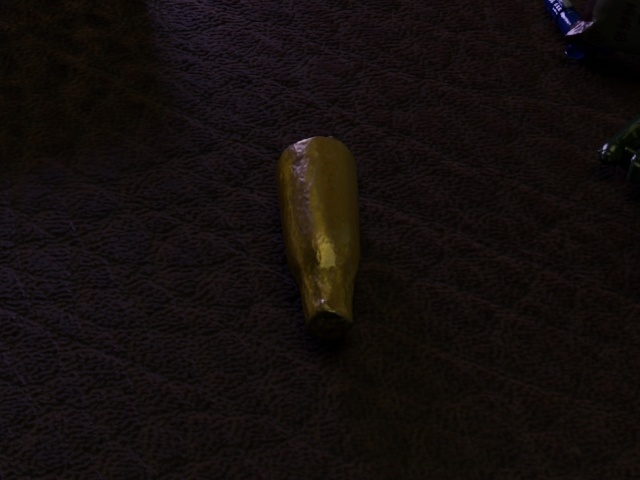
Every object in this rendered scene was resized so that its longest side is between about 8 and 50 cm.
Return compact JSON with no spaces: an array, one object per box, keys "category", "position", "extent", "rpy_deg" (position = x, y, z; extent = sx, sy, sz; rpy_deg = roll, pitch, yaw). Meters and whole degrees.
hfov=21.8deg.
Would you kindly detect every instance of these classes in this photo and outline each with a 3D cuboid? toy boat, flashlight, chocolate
[{"category":"toy boat","position":[0.369,-0.107,1.692],"extent":[0.104,0.052,0.210],"rpy_deg":[30,47,28]},{"category":"flashlight","position":[0.281,-0.241,1.844],"extent":[0.057,0.035,0.121],"rpy_deg":[-8,44,-15]},{"category":"chocolate","position":[0.000,0.000,1.505],"extent":[0.085,0.086,0.219],"rpy_deg":[2,42,-5]}]

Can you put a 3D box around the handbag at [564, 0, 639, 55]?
[{"category":"handbag","position":[0.400,-0.268,1.741],"extent":[0.235,0.213,0.127],"rpy_deg":[16,29,0]}]
